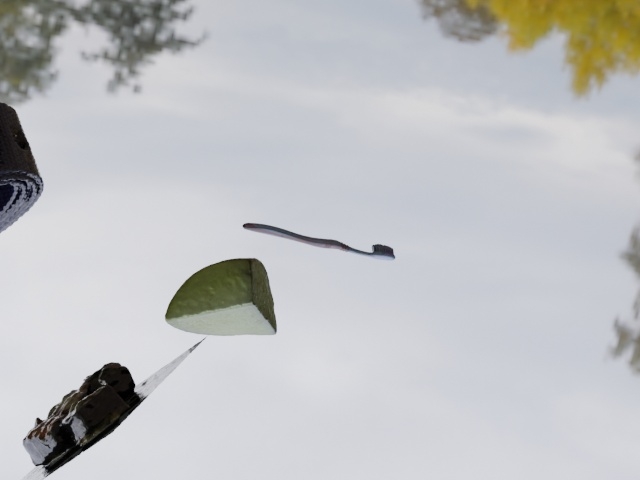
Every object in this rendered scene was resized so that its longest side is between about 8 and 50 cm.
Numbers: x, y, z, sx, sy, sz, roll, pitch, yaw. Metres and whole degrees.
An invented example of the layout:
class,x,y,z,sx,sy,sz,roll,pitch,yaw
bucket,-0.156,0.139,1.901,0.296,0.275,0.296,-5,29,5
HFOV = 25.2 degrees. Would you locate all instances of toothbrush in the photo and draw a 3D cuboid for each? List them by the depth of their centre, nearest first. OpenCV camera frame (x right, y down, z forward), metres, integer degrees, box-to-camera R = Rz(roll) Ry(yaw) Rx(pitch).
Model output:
class,x,y,z,sx,sy,sz,roll,pitch,yaw
toothbrush,0.000,0.000,1.610,0.193,0.013,0.019,11,-125,-26

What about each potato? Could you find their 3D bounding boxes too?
class,x,y,z,sx,sy,sz,roll,pitch,yaw
potato,-0.129,0.075,1.853,0.120,0.081,0.149,-9,160,8

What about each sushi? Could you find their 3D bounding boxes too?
class,x,y,z,sx,sy,sz,roll,pitch,yaw
sushi,-0.254,0.181,1.502,0.047,0.231,0.219,52,-150,-5

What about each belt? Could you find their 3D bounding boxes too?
class,x,y,z,sx,sy,sz,roll,pitch,yaw
belt,-0.421,-0.063,1.598,0.139,0.230,0.126,15,-133,-58
